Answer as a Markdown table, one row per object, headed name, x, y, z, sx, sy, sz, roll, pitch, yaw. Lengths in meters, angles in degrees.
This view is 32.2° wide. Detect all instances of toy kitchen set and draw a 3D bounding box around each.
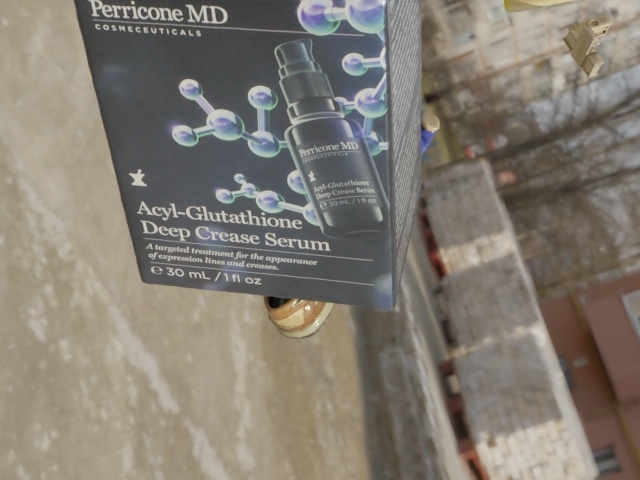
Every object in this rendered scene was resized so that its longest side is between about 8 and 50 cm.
| name | x | y | z | sx | sy | sz | roll | pitch | yaw |
| --- | --- | --- | --- | --- | --- | --- | --- | --- | --- |
| toy kitchen set | 0.439 | -0.316 | 1.738 | 0.068 | 0.075 | 0.083 | 100 | -33 | -60 |

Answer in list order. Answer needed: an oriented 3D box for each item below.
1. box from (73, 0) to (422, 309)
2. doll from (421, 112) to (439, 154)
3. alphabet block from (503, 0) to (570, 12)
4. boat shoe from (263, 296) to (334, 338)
| name | x | y | z | sx | sy | sz | roll | pitch | yaw |
| --- | --- | --- | --- | --- | --- | --- | --- | --- | --- |
| box | -0.052 | -0.145 | 1.156 | 0.212 | 0.293 | 0.395 | -73 | 164 | -45 |
| doll | 0.102 | -0.127 | 1.706 | 0.129 | 0.189 | 0.046 | 27 | 35 | -8 |
| alphabet block | 0.413 | -0.487 | 1.819 | 0.192 | 0.197 | 0.193 | -19 | 102 | -57 |
| boat shoe | 0.000 | 0.000 | 1.808 | 0.120 | 0.122 | 0.324 | 46 | 60 | -58 |
